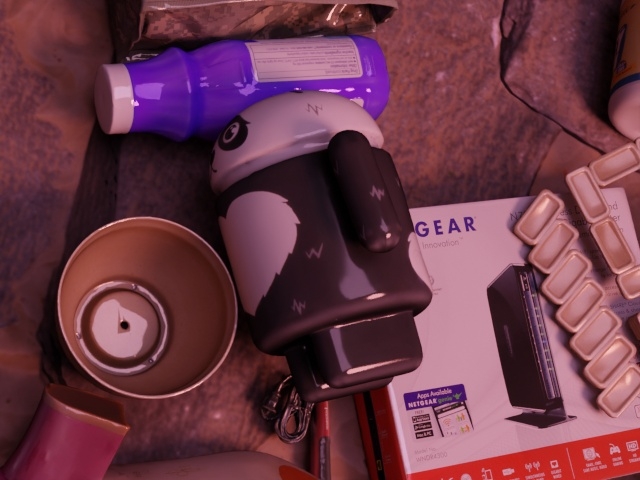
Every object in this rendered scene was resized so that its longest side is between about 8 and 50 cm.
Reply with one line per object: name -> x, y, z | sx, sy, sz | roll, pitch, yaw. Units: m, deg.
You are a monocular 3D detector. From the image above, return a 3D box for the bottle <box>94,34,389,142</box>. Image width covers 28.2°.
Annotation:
bottle -> -0.077, -0.147, 1.253 | 0.282, 0.118, 0.092 | -7, 79, -24

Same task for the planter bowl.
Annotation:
planter bowl -> -0.168, 0.070, 1.158 | 0.162, 0.109, 0.162 | 6, 73, -21

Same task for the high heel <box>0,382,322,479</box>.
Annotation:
high heel -> -0.112, 0.272, 1.131 | 0.377, 0.127, 0.181 | 25, 97, -10

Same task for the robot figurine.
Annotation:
robot figurine -> -0.003, 0.001, 1.155 | 0.173, 0.209, 0.278 | 11, 60, -63

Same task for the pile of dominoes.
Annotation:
pile of dominoes -> 0.319, 0.037, 1.321 | 0.196, 0.040, 0.251 | -25, 82, -11

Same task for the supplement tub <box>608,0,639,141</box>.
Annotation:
supplement tub -> 0.413, -0.220, 1.467 | 0.144, 0.144, 0.200 | 18, 69, -18

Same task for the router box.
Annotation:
router box -> 0.191, 0.111, 1.314 | 0.335, 0.082, 0.301 | -7, 78, -24

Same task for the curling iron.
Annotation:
curling iron -> -0.015, 0.260, 1.213 | 0.068, 0.035, 0.274 | -3, 78, -11

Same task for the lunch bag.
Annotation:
lunch bag -> -0.072, -0.314, 1.275 | 0.287, 0.169, 0.235 | -7, 78, -20
